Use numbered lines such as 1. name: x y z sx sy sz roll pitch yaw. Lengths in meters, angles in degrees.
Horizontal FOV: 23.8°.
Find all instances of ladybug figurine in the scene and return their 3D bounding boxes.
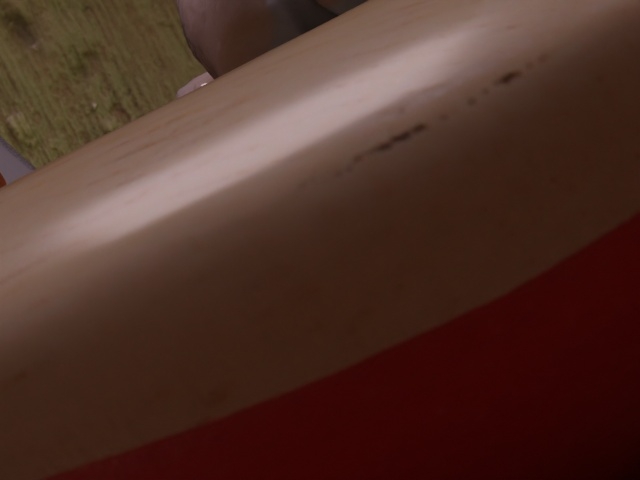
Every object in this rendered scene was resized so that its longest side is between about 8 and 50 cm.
1. ladybug figurine: -0.012 0.030 0.496 0.449 0.162 0.305 -25 5 19

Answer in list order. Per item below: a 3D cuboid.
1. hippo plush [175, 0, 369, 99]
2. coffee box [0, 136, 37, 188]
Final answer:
1. hippo plush: 0.069 -0.135 0.716 0.294 0.234 0.237 -18 42 22
2. coffee box: -0.383 0.027 0.811 0.338 0.337 0.334 -49 2 11
